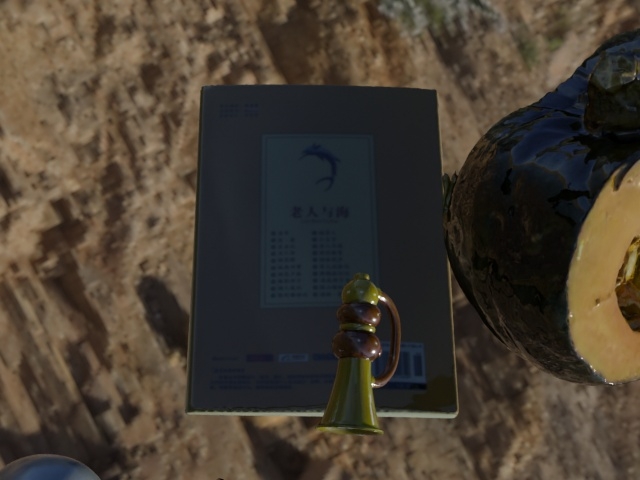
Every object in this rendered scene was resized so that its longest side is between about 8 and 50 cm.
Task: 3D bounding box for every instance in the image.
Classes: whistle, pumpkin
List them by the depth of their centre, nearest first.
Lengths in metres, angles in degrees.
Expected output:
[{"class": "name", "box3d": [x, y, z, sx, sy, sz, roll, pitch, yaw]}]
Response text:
[{"class": "whistle", "box3d": [0.033, 0.078, 0.806, 0.046, 0.057, 0.109, 149, -46, -66]}, {"class": "pumpkin", "box3d": [0.232, -0.051, 0.865, 0.139, 0.317, 0.222, 27, -33, 55]}]

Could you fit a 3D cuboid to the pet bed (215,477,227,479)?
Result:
[{"class": "pet bed", "box3d": [-0.084, 0.204, 0.597, 0.053, 0.201, 0.201, 35, 5, 5]}]

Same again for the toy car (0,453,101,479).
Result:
[{"class": "toy car", "box3d": [-0.168, 0.188, 0.738, 0.112, 0.112, 0.139, 67, 13, 5]}]

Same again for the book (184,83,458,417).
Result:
[{"class": "book", "box3d": [0.000, 0.000, 1.233, 0.032, 0.269, 0.389, 94, -3, -60]}]
